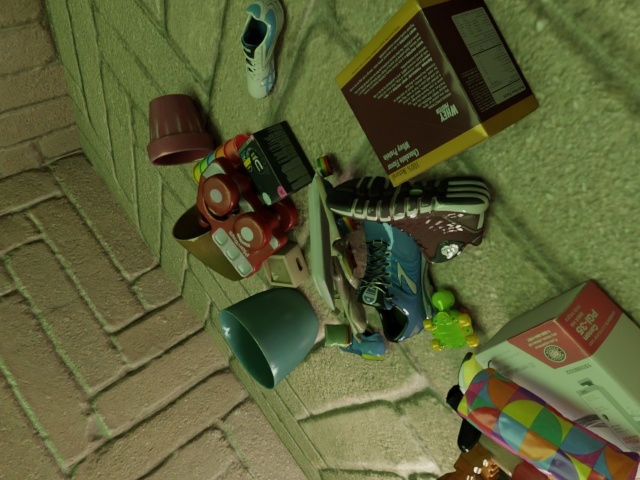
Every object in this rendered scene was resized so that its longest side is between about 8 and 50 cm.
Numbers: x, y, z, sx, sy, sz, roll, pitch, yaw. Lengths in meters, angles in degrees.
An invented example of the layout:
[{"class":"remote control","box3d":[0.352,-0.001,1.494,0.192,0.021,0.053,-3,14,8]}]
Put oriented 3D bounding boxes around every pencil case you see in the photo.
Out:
[{"class":"pencil case","box3d":[0.321,0.280,0.634,0.236,0.105,0.104,31,140,43]}]

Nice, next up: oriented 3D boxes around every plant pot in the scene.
[{"class":"plant pot","box3d":[-0.148,0.291,1.411,0.293,0.235,0.292,35,141,34]},{"class":"plant pot","box3d":[-0.440,-0.340,1.332,0.201,0.202,0.180,-8,95,57]},{"class":"plant pot","box3d":[-0.322,0.010,1.453,0.237,0.237,0.254,19,145,47]}]

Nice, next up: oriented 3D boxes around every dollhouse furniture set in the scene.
[{"class":"dollhouse furniture set","box3d":[0.054,0.212,1.175,0.058,0.076,0.151,141,132,-62]}]

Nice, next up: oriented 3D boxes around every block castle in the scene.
[{"class":"block castle","box3d":[0.358,0.680,0.970,0.213,0.303,0.452,35,142,44]}]

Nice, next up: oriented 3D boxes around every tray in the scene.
[{"class":"tray","box3d":[0.000,0.000,0.919,0.145,0.030,0.270,71,-167,-57]}]

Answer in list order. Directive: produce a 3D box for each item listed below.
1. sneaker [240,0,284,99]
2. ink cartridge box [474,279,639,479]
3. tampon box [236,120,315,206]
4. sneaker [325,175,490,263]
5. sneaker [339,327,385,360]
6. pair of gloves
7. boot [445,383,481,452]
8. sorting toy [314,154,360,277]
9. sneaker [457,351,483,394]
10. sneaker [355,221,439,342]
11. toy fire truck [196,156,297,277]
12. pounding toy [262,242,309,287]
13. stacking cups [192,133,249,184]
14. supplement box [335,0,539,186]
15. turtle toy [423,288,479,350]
[{"class":"sneaker","box3d":[-0.138,-0.402,0.929,0.085,0.086,0.237,47,149,16]},{"class":"ink cartridge box","box3d":[0.417,0.232,0.659,0.283,0.117,0.207,50,148,14]},{"class":"tampon box","box3d":[-0.108,-0.185,1.060,0.160,0.102,0.120,61,150,-5]},{"class":"sneaker","box3d":[0.151,-0.023,0.773,0.282,0.106,0.162,5,133,26]},{"class":"sneaker","box3d":[0.115,0.277,1.203,0.209,0.069,0.082,167,106,-67]},{"class":"pair of gloves","box3d":[0.070,0.096,0.992,0.240,0.042,0.204,-83,-24,-65]},{"class":"boot","box3d":[0.312,0.382,0.949,0.099,0.121,0.045,51,147,1]},{"class":"sorting toy","box3d":[0.045,-0.060,0.905,0.132,0.047,0.274,7,-115,-77]},{"class":"sneaker","box3d":[0.353,0.310,0.874,0.094,0.081,0.208,-11,114,50]},{"class":"sneaker","box3d":[0.144,0.067,0.879,0.130,0.147,0.329,4,118,54]},{"class":"toy fire truck","box3d":[-0.233,-0.062,1.191,0.302,0.169,0.254,51,127,-2]},{"class":"pounding toy","box3d":[-0.104,0.078,1.316,0.130,0.100,0.141,1,121,39]},{"class":"stacking cups","box3d":[-0.291,-0.230,1.291,0.316,0.096,0.095,-10,109,57]},{"class":"supplement box","box3d":[0.158,-0.213,0.626,0.194,0.129,0.191,61,149,-3]},{"class":"turtle toy","box3d":[0.260,0.161,0.871,0.095,0.066,0.130,-15,106,31]}]
